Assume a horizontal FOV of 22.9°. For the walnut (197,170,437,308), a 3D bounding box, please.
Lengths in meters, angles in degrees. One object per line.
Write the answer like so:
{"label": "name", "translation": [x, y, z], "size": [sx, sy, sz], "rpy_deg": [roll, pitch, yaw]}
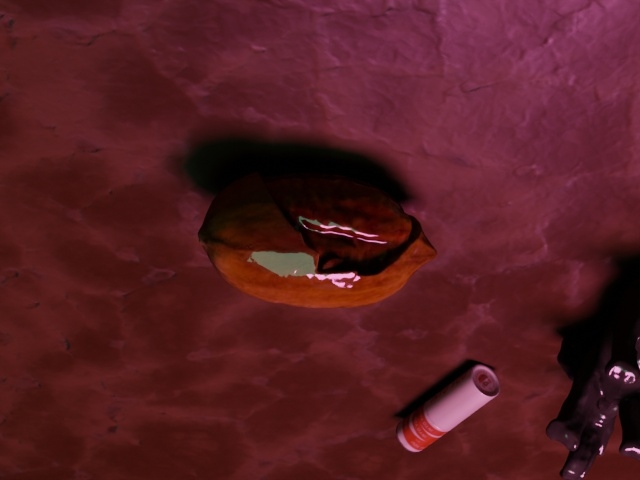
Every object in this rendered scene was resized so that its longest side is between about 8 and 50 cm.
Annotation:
{"label": "walnut", "translation": [0.000, 0.000, 1.330], "size": [0.207, 0.116, 0.116], "rpy_deg": [8, 142, -11]}

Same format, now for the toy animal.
{"label": "toy animal", "translation": [0.286, 0.134, 1.473], "size": [0.114, 0.146, 0.245], "rpy_deg": [30, 134, -7]}

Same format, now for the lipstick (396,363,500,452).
{"label": "lipstick", "translation": [0.129, 0.172, 1.609], "size": [0.038, 0.038, 0.130], "rpy_deg": [21, 137, -25]}
